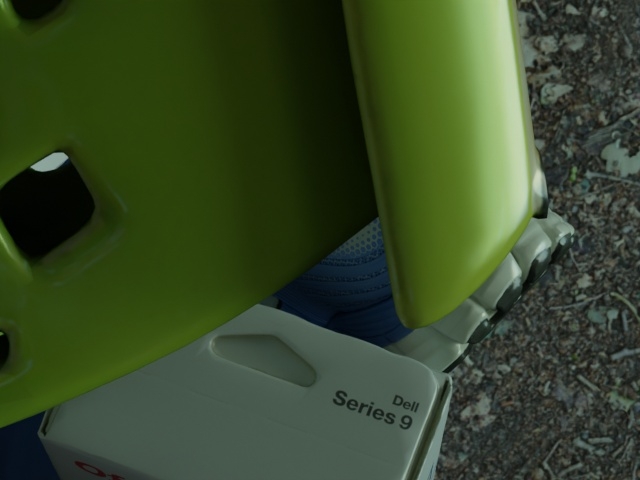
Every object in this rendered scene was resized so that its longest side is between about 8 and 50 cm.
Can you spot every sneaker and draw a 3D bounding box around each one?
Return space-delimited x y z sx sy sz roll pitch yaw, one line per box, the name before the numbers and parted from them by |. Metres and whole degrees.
sneaker | 0.000 0.000 0.942 0.147 0.130 0.330 49 -24 -2

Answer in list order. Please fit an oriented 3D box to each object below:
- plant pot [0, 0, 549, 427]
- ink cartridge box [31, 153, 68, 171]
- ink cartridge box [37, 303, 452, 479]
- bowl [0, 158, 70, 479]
plant pot | -0.059 -0.082 0.485 0.227 0.207 0.228 -80 162 -78
ink cartridge box | -0.153 -0.079 0.670 0.235 0.056 0.171 -53 135 -55
ink cartridge box | -0.030 0.105 0.866 0.212 0.154 0.093 92 18 -66
bowl | -0.112 0.049 1.059 0.391 0.077 0.391 16 90 -83
